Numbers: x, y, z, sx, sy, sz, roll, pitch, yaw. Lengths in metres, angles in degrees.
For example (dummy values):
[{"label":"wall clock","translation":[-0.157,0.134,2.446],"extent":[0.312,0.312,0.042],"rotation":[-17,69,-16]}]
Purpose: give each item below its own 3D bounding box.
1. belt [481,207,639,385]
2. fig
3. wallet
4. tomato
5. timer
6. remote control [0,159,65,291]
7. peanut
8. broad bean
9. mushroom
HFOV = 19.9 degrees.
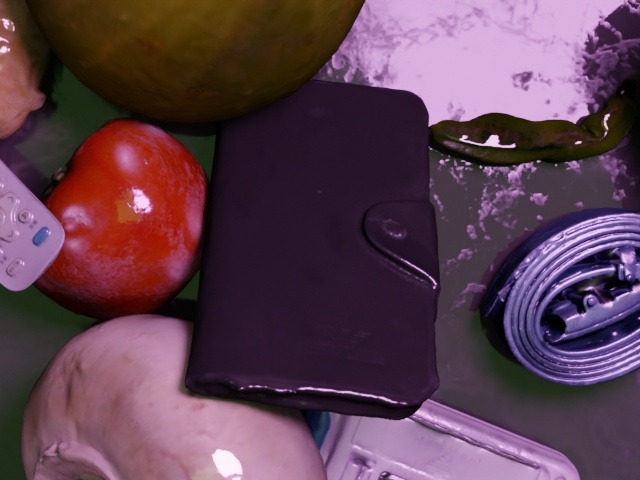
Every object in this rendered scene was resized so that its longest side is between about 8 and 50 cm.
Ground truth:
[{"label":"belt","translation":[0.239,0.049,1.607],"extent":[0.190,0.082,0.141],"rotation":[-25,95,-3]},{"label":"fig","translation":[-0.090,-0.245,1.472],"extent":[0.316,0.316,0.316],"rotation":[0,91,-3]},{"label":"wallet","translation":[0.000,0.000,1.489],"extent":[0.197,0.377,0.051],"rotation":[7,133,-4]},{"label":"tomato","translation":[-0.170,-0.010,1.543],"extent":[0.187,0.187,0.151],"rotation":[-42,94,-1]},{"label":"timer","translation":[0.088,0.233,1.605],"extent":[0.253,0.078,0.178],"rotation":[21,91,-3]},{"label":"remote control","translation":[-0.295,-0.051,1.512],"extent":[0.229,0.044,0.073],"rotation":[44,97,21]},{"label":"peanut","translation":[-0.296,-0.217,1.571],"extent":[0.117,0.101,0.263],"rotation":[-13,89,-18]},{"label":"broad bean","translation":[0.196,-0.095,1.620],"extent":[0.195,0.046,0.061],"rotation":[-14,80,-7]},{"label":"mushroom","translation":[-0.121,0.241,1.468],"extent":[0.315,0.315,0.356],"rotation":[3,54,-3]}]
